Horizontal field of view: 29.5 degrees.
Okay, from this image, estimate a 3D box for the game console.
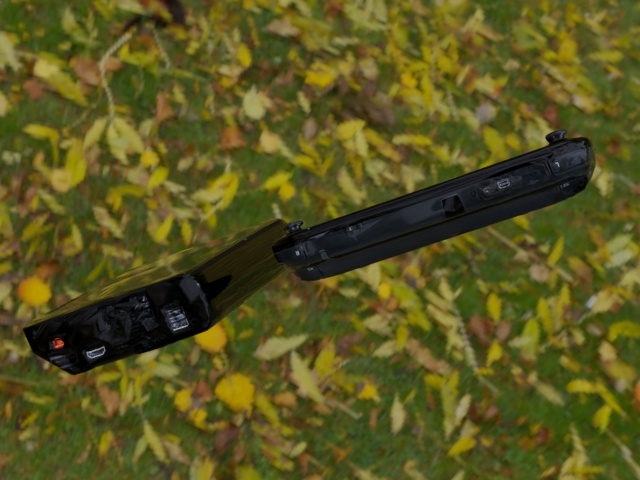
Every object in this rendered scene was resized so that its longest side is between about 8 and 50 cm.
[{"bbox_3d":[0.000,0.000,0.777,0.213,0.361,0.044,-39,110,-74],"label":"game console"}]
